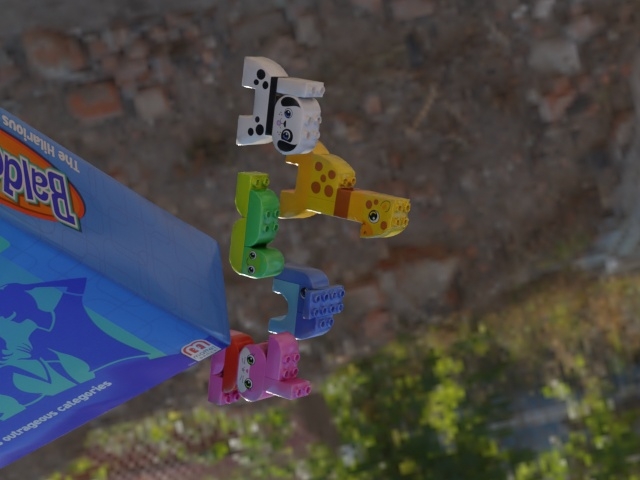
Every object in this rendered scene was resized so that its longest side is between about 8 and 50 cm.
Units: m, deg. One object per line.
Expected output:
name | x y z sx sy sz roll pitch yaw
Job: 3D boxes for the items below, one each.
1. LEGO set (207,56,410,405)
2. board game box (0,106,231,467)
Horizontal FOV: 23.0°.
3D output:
LEGO set | 0.000 0.000 1.021 0.093 0.227 0.087 14 -167 34
board game box | -0.155 0.010 0.482 0.160 0.047 0.210 -29 140 25
